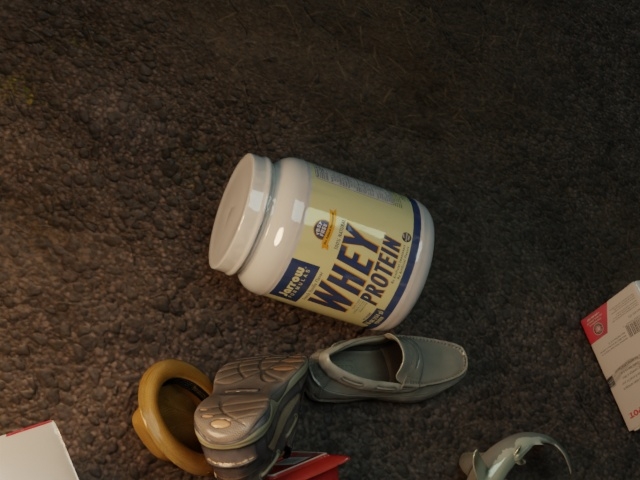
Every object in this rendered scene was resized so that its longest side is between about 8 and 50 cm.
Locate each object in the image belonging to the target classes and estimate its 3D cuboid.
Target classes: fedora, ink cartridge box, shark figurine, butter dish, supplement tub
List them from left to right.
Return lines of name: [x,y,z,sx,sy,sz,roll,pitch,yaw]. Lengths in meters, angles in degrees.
ink cartridge box: [-0.403,0.336,1.452,0.128,0.176,0.127,-16,71,-35]
fedora: [-0.212,0.270,1.646,0.194,0.079,0.194,40,33,-33]
butter dish: [-0.043,0.385,1.656,0.159,0.160,0.118,-16,91,-35]
supplement tub: [0.000,0.000,1.858,0.324,0.235,0.236,18,53,-17]
shark figurine: [0.297,0.368,1.873,0.278,0.116,0.166,-33,113,-32]
ink cartridge box: [0.617,0.214,2.096,0.100,0.172,0.237,-5,62,-31]

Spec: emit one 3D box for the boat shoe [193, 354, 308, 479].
boat shoe: [-0.099,0.263,1.653,0.132,0.130,0.355,-1,12,16]

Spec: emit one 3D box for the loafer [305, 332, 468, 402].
loafer: [0.122,0.210,1.866,0.319,0.111,0.112,-5,62,-31]
